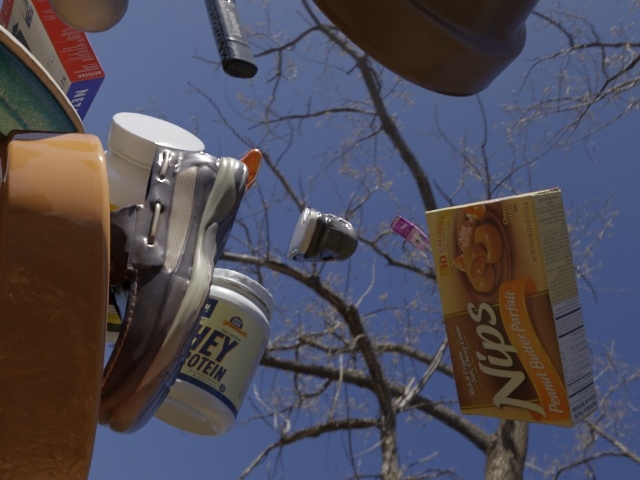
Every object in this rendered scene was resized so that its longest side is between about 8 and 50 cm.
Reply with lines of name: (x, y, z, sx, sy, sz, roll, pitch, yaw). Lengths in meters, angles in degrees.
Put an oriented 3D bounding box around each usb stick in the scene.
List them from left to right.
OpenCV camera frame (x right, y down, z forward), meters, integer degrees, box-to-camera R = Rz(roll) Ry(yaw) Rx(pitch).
usb stick: (-0.194, -0.441, 1.404, 0.045, 0.077, 0.277, -59, -142, 40)

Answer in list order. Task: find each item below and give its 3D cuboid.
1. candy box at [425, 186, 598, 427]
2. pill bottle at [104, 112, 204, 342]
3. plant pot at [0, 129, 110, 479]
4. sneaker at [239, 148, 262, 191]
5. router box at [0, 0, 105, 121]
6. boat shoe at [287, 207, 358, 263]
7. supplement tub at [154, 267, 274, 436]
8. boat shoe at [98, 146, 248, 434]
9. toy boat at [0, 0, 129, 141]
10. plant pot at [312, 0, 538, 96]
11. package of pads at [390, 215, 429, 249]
candy box: (0.271, 0.096, 0.950, 0.183, 0.088, 0.316, -8, -87, 49)
pill bottle: (-0.303, -0.020, 1.043, 0.188, 0.188, 0.333, 30, -70, 16)
plant pot: (-0.275, 0.058, 0.462, 0.291, 0.204, 0.290, -16, -108, 63)
sneaker: (-0.186, -0.120, 1.331, 0.175, 0.067, 0.064, -45, -140, 12)
router box: (-0.637, -0.423, 1.524, 0.335, 0.082, 0.301, -31, -96, 53)
boat shoe: (0.000, 0.000, 1.267, 0.096, 0.335, 0.112, 20, -90, -6)
supplement tub: (-0.253, 0.250, 1.497, 0.236, 0.324, 0.235, 15, -35, 11)
boat shoe: (-0.176, 0.032, 0.680, 0.130, 0.355, 0.132, 19, -49, -8)
toy boat: (-0.308, -0.161, 0.615, 0.318, 0.148, 0.267, -39, -48, 11)
plant pot: (0.129, -0.290, 0.547, 0.263, 0.263, 0.229, 50, -50, 1)
package of pads: (0.167, -0.014, 1.227, 0.050, 0.083, 0.032, 36, -87, 30)
